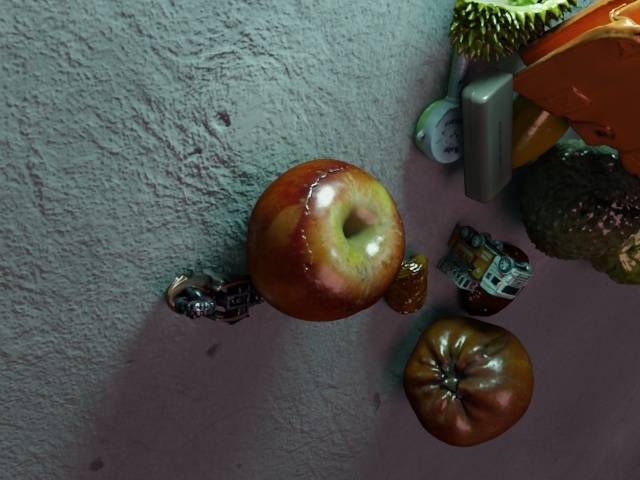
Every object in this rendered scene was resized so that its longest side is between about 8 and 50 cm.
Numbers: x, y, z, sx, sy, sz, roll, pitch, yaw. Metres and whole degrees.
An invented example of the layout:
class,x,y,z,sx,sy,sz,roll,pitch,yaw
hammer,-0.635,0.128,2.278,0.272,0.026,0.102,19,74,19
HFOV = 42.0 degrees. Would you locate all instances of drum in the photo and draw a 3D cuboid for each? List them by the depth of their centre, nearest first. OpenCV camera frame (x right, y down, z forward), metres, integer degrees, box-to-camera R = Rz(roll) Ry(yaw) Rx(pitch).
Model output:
class,x,y,z,sx,sy,sz,roll,pitch,yaw
drum,0.252,-0.258,1.492,0.130,0.049,0.253,8,110,-41

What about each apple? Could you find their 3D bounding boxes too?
class,x,y,z,sx,sy,sz,roll,pitch,yaw
apple,0.000,0.000,1.333,0.251,0.206,0.272,35,59,-32

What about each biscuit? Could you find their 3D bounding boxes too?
class,x,y,z,sx,sy,sz,roll,pitch,yaw
biscuit,0.388,0.094,1.845,0.192,0.049,0.192,-18,130,-23

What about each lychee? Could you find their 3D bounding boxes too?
class,x,y,z,sx,sy,sz,roll,pitch,yaw
lychee,0.529,-0.075,1.690,0.255,0.255,0.274,-21,142,-26

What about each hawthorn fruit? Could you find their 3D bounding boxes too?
class,x,y,z,sx,sy,sz,roll,pitch,yaw
hawthorn fruit,0.329,0.302,1.800,0.277,0.277,0.298,-54,146,5

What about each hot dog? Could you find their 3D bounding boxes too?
class,x,y,z,sx,sy,sz,roll,pitch,yaw
hot dog,0.175,0.085,1.657,0.099,0.065,0.147,-32,145,-18

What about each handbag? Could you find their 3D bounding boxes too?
class,x,y,z,sx,sy,sz,roll,pitch,yaw
handbag,0.564,-0.246,1.438,0.410,0.303,0.116,30,65,-20

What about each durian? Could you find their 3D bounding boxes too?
class,x,y,z,sx,sy,sz,roll,pitch,yaw
durian,0.337,-0.423,1.405,0.355,0.157,0.169,-43,102,-21

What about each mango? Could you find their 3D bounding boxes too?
class,x,y,z,sx,sy,sz,roll,pitch,yaw
mango,0.406,-0.224,1.607,0.195,0.098,0.137,-44,140,4

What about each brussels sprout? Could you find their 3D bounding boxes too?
class,x,y,z,sx,sy,sz,roll,pitch,yaw
brussels sprout,0.758,0.006,1.994,0.223,0.161,0.223,-23,138,-23

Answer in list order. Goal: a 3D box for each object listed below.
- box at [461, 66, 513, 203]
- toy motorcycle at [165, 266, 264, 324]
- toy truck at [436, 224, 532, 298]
class,x,y,z,sx,sy,sz,roll,pitch,yaw
box,0.302,-0.185,1.504,0.103,0.055,0.244,-42,142,-28
toy motorcycle,-0.167,0.087,1.368,0.212,0.118,0.084,-8,104,-49
toy truck,0.329,0.056,1.678,0.080,0.178,0.115,15,110,-43
